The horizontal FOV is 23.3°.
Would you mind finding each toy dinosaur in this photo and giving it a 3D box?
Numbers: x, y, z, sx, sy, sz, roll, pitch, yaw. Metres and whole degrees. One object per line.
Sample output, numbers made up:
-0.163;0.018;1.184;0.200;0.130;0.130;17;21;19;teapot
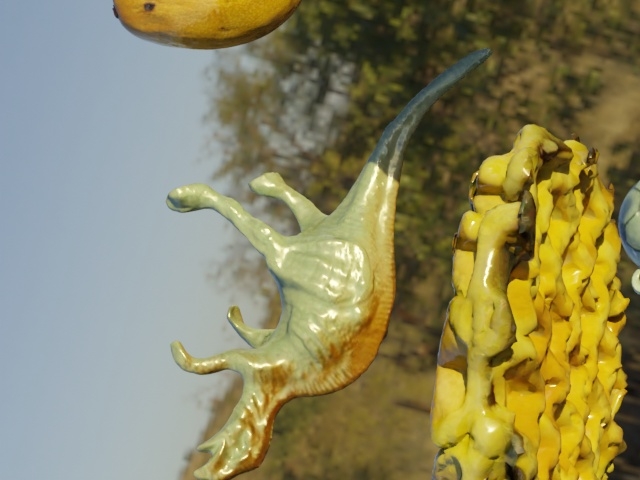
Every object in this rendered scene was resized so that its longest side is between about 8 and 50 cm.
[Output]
0.000;0.000;1.224;0.393;0.205;0.092;-42;-22;-10;toy dinosaur

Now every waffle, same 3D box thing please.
0.178;0.100;1.245;0.380;0.095;0.382;4;-90;-65;waffle

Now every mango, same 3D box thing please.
-0.139;-0.324;1.978;0.109;0.262;0.157;62;-161;-74;mango

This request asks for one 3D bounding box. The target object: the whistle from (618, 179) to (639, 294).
0.492;-0.052;2.081;0.289;0.163;0.163;-61;-3;-11;whistle
